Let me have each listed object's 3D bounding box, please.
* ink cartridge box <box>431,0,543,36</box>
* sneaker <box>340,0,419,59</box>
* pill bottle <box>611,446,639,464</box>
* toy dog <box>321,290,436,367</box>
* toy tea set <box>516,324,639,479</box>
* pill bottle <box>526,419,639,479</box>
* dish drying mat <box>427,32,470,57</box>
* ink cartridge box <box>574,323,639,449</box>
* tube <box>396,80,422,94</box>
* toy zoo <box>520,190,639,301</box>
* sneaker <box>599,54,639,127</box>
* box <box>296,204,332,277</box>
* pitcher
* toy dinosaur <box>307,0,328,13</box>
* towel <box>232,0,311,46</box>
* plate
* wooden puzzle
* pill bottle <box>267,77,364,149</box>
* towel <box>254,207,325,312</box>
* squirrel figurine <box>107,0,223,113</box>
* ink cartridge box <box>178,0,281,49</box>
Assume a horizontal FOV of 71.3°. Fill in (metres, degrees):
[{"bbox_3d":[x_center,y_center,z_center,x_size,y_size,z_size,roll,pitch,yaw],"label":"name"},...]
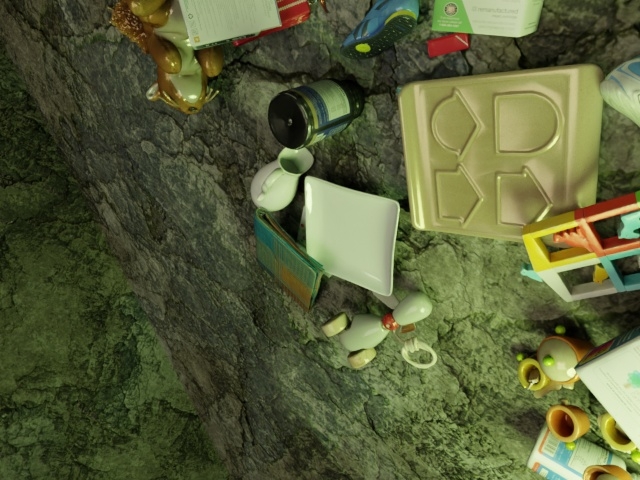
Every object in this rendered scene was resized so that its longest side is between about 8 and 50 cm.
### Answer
[{"bbox_3d":[0.278,-0.453,0.708,0.160,0.092,0.220,22,129,33],"label":"ink cartridge box"},{"bbox_3d":[0.118,-0.439,0.906,0.209,0.069,0.082,-8,76,55],"label":"sneaker"},{"bbox_3d":[0.678,0.382,0.841,0.215,0.117,0.117,-1,114,44],"label":"pill bottle"},{"bbox_3d":[0.172,0.225,1.239,0.333,0.161,0.220,-11,105,31],"label":"toy dog"},{"bbox_3d":[0.506,0.344,0.882,0.200,0.124,0.336,-63,36,39],"label":"toy tea set"},{"bbox_3d":[0.596,0.516,1.001,0.221,0.124,0.124,25,130,32],"label":"pill bottle"},{"bbox_3d":[0.244,-0.376,0.855,0.083,0.008,0.032,4,119,42],"label":"dish drying mat"},{"bbox_3d":[0.650,0.196,0.654,0.270,0.151,0.395,56,131,20],"label":"ink cartridge box"},{"bbox_3d":[0.209,-0.232,0.958,0.080,0.052,0.207,13,129,47],"label":"tube"},{"bbox_3d":[0.494,0.019,0.776,0.293,0.030,0.192,-22,120,41],"label":"toy zoo"},{"bbox_3d":[0.526,-0.175,0.663,0.086,0.085,0.237,-42,90,23],"label":"sneaker"},{"bbox_3d":[0.000,0.000,1.311,0.145,0.038,0.186,35,134,21],"label":"box"},{"bbox_3d":[-0.128,-0.155,1.228,0.125,0.178,0.207,47,138,0],"label":"pitcher"},{"bbox_3d":[-0.004,-0.559,0.970,0.090,0.047,0.082,24,130,-14],"label":"toy dinosaur"},{"bbox_3d":[-0.157,-0.602,0.997,0.198,0.031,0.275,-20,104,7],"label":"towel"},{"bbox_3d":[0.081,-0.017,1.166,0.277,0.045,0.278,20,125,30],"label":"plate"},{"bbox_3d":[0.336,-0.158,0.861,0.347,0.080,0.322,7,120,36],"label":"wooden puzzle"},{"bbox_3d":[-0.001,-0.288,0.987,0.122,0.219,0.123,23,129,32],"label":"pill bottle"},{"bbox_3d":[-0.105,0.074,1.379,0.271,0.040,0.370,44,158,15],"label":"towel"},{"bbox_3d":[-0.396,-0.557,1.214,0.397,0.281,0.370,53,152,25],"label":"squirrel figurine"},{"bbox_3d":[-0.208,-0.548,0.972,0.208,0.045,0.206,-12,106,0],"label":"ink cartridge box"}]
